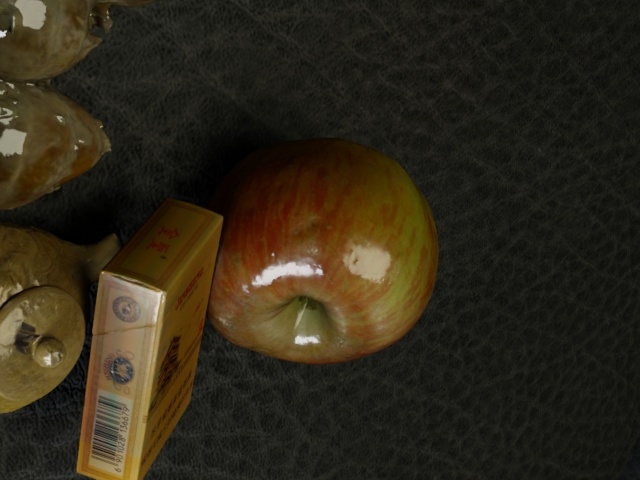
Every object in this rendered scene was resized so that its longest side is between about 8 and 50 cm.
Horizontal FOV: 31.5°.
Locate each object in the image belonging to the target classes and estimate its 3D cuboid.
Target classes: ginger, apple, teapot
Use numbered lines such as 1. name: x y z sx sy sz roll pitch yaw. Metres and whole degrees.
1. ginger: -0.287 -0.162 1.034 0.256 0.176 0.375 15 105 -32
2. apple: 0.000 0.000 1.392 0.301 0.301 0.302 -25 125 -41
3. teapot: -0.320 0.097 1.134 0.311 0.167 0.203 -47 138 -24

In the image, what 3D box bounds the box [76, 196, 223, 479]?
1. box: -0.187 0.113 1.242 0.174 0.076 0.274 -63 168 -58
